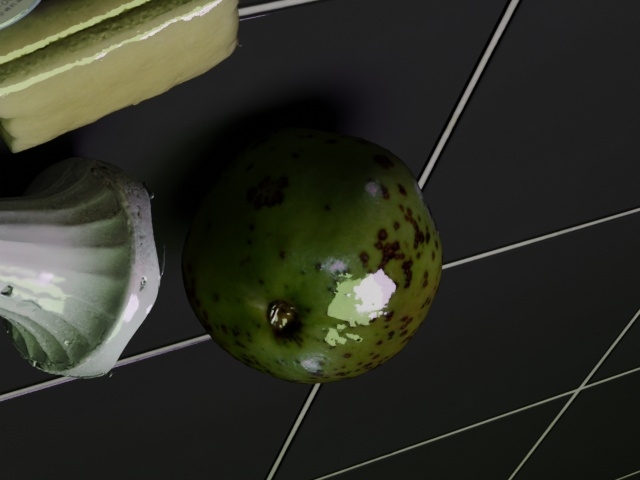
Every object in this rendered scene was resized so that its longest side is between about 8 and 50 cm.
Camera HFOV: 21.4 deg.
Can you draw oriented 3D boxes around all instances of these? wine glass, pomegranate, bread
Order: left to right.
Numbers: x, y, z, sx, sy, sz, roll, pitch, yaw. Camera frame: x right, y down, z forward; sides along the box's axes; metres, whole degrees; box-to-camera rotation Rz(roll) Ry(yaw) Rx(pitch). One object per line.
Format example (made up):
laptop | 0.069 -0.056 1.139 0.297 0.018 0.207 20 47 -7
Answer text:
wine glass | -0.231 0.012 1.176 0.196 0.165 0.165 7 138 -45
bread | -0.138 -0.124 1.106 0.178 0.060 0.139 -26 164 -6
pomegranate | 0.000 0.000 1.386 0.214 0.214 0.248 -41 -171 26

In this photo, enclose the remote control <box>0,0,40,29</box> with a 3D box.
remote control | -0.239 -0.176 0.933 0.087 0.047 0.244 -32 156 16
